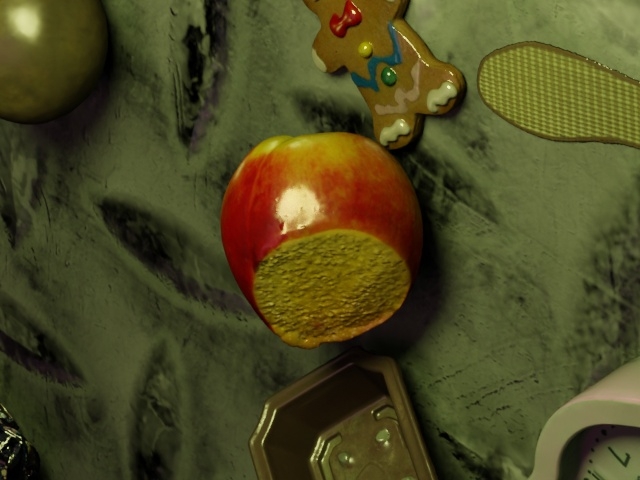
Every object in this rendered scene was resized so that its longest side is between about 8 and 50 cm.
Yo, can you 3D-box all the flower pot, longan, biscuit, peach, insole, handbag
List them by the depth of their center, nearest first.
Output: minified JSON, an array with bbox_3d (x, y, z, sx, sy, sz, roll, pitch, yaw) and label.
[{"bbox_3d":[0.227,-0.110,1.580,0.253,0.005,0.086,19,124,38],"label":"insole"},{"bbox_3d":[0.037,-0.182,1.715,0.138,0.031,0.205,-37,82,49],"label":"biscuit"},{"bbox_3d":[0.000,0.000,1.733,0.190,0.190,0.192,-9,86,47],"label":"peach"},{"bbox_3d":[0.043,0.238,1.824,0.179,0.084,0.251,-33,53,20],"label":"flower pot"},{"bbox_3d":[-0.300,-0.215,1.940,0.204,0.159,0.185,65,150,16],"label":"longan"},{"bbox_3d":[-0.438,0.261,2.361,0.208,0.127,0.229,42,135,12],"label":"handbag"}]

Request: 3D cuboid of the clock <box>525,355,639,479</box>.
[{"bbox_3d":[0.325,0.257,1.611,0.338,0.102,0.339,23,126,35],"label":"clock"}]
